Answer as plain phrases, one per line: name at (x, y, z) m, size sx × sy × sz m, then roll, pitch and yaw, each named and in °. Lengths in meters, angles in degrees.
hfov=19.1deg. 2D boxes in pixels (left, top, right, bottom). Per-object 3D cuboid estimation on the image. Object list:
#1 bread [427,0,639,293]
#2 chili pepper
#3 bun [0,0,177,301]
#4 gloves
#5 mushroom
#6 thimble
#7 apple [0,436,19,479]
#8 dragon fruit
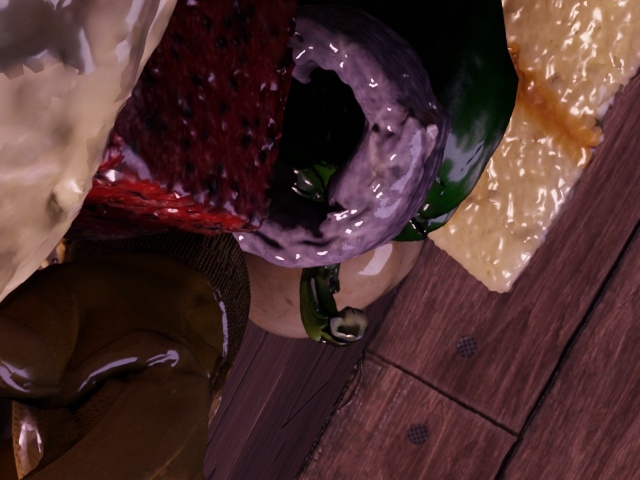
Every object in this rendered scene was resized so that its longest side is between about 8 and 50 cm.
bread at (0.198, -0.235, 1.555) m, size 0.405 × 0.242 × 0.345 m, roll -48°, pitch 169°, yaw -46°
chili pepper at (0.025, -0.061, 1.218) m, size 0.261 × 0.165 × 0.174 m, roll -62°, pitch -168°, yaw -19°
bun at (-0.103, -0.062, 0.399) m, size 0.244 × 0.153 × 0.244 m, roll -57°, pitch 167°, yaw -20°
gloves at (-0.114, 0.084, 0.813) m, size 0.154 × 0.141 × 0.331 m, roll -38°, pitch -173°, yaw 24°
mushroom at (0.000, 0.000, 1.450) m, size 0.166 × 0.127 × 0.166 m, roll -36°, pitch 172°, yaw -6°
thimble at (-0.003, -0.059, 1.094) m, size 0.150 × 0.150 × 0.098 m, roll -62°, pitch 171°, yaw 12°
apple at (-0.149, 0.189, 1.032) m, size 0.182 × 0.155 × 0.182 m, roll 12°, pitch 90°, yaw -81°
dragon fruit at (-0.083, -0.078, 0.771) m, size 0.127 × 0.121 × 0.161 m, roll 35°, pitch 62°, yaw -53°
